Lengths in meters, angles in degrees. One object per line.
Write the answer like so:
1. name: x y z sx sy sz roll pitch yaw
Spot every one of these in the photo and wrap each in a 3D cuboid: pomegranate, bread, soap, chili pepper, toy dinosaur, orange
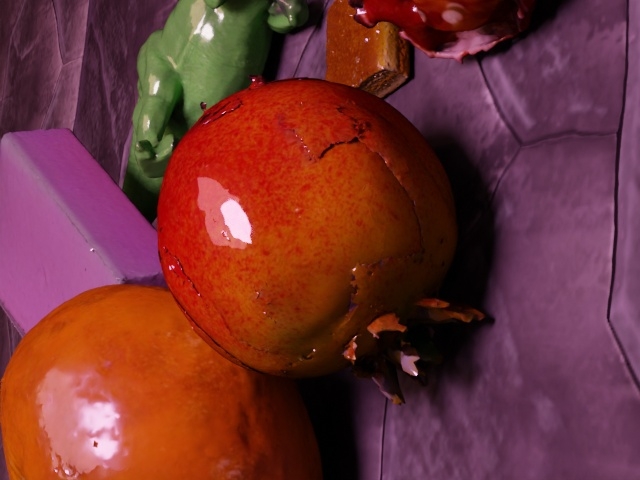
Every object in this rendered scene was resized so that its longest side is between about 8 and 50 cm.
1. pomegranate: 0.000 0.000 0.947 0.235 0.210 0.210 45 133 11
2. bread: 0.037 -0.156 1.101 0.090 0.035 0.094 -34 51 57
3. soap: -0.220 0.034 1.286 0.259 0.081 0.181 45 131 43
4. chili pepper: 0.097 -0.252 0.951 0.144 0.136 0.253 53 -136 -60
5. toy dinosaur: -0.144 -0.189 1.384 0.500 0.144 0.375 -18 60 57
6. orange: -0.122 0.168 1.068 0.284 0.226 0.284 48 149 42
